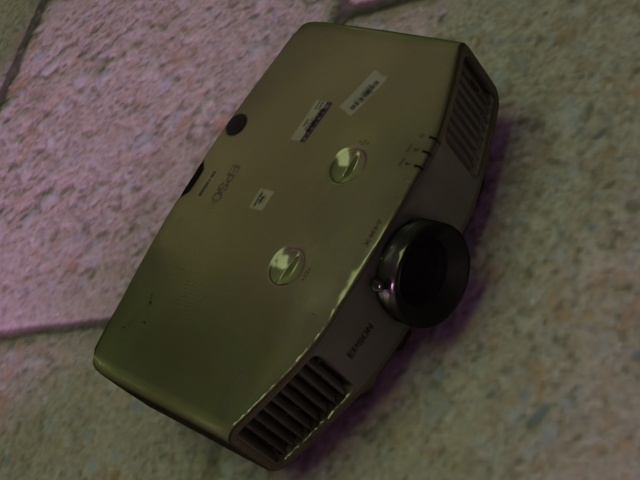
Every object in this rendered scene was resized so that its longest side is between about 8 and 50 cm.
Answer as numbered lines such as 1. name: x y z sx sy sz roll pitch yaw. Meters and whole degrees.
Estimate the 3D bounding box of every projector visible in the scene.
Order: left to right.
1. projector: 0.000 0.000 0.741 0.193 0.088 0.269 18 72 45
